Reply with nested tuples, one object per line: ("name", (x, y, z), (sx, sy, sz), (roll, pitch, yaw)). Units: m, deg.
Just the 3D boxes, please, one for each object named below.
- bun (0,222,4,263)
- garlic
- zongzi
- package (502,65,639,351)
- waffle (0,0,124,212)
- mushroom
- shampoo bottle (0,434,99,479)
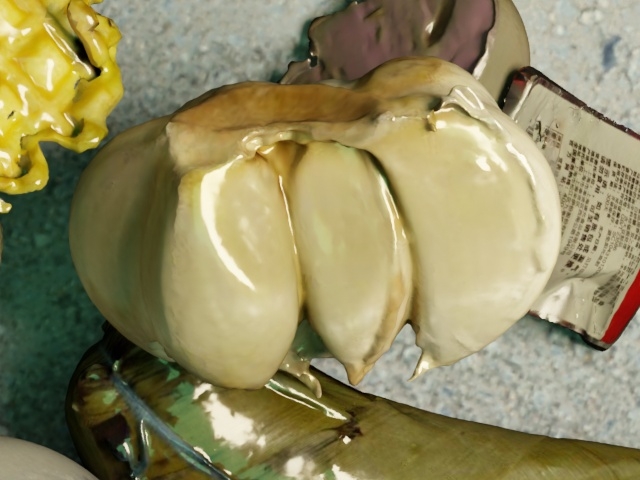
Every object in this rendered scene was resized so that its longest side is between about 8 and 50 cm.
("bun", (-0.331, 0.003, 1.047), (0.272, 0.168, 0.273), (-18, 130, -23))
("garlic", (-0.007, -0.005, 1.027), (0.281, 0.185, 0.203), (-12, 113, -2))
("zongzi", (0.040, 0.130, 1.144), (0.360, 0.160, 0.323), (-31, 100, -1))
("package", (0.170, -0.013, 1.166), (0.239, 0.030, 0.154), (22, 95, -44))
("waffle", (-0.243, -0.142, 0.957), (0.280, 0.060, 0.262), (-2, 79, -28))
("mushroom", (0.061, -0.092, 1.149), (0.188, 0.141, 0.117), (-29, 129, 19))
("shampoo bottle", (-0.250, 0.251, 1.034), (0.266, 0.273, 0.273), (-3, 98, 21))
